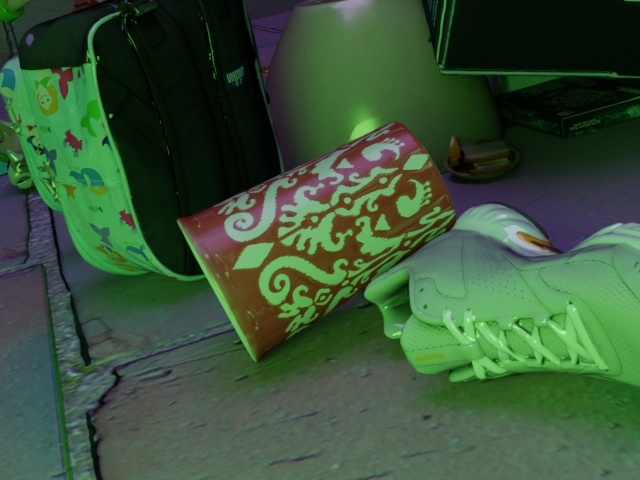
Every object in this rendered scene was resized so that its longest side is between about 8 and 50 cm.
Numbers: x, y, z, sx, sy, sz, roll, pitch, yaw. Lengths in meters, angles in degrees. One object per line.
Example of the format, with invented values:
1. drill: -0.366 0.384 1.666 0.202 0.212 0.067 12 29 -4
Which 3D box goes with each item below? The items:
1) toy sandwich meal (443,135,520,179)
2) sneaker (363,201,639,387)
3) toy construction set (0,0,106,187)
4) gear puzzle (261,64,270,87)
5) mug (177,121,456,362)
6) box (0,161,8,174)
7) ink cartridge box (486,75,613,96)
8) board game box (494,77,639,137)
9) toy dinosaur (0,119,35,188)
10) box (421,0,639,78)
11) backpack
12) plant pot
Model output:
1. toy sandwich meal: 0.162 -0.088 0.992 0.085 0.029 0.085 -7 29 4
2. sneaker: 0.116 0.050 0.562 0.121 0.099 0.262 -27 14 -17
3. toy construction set: -0.342 -0.197 1.408 0.237 0.257 0.309 -15 -1 39
4. gear puzzle: -0.137 -0.245 1.648 0.175 0.044 0.339 1 22 16
5. mug: -0.004 -0.008 0.706 0.169 0.113 0.150 -29 13 -7
6. box: -0.607 -0.099 1.505 0.244 0.060 0.100 -26 22 -35
7. ink cartridge box: 0.273 -0.251 1.322 0.153 0.087 0.208 -16 19 -12
8. board game box: 0.287 -0.157 1.135 0.126 0.026 0.186 -17 19 -12
9. toy dinosaur: -0.214 -0.105 1.104 0.121 0.160 0.313 -6 21 20
10. box: 0.337 -0.421 1.041 0.479 0.297 0.472 0 43 -5
11. backpack: -0.148 -0.092 0.885 0.191 0.253 0.225 -4 24 38
12. plant pot: 0.053 -0.188 1.124 0.284 0.191 0.284 -12 19 4
